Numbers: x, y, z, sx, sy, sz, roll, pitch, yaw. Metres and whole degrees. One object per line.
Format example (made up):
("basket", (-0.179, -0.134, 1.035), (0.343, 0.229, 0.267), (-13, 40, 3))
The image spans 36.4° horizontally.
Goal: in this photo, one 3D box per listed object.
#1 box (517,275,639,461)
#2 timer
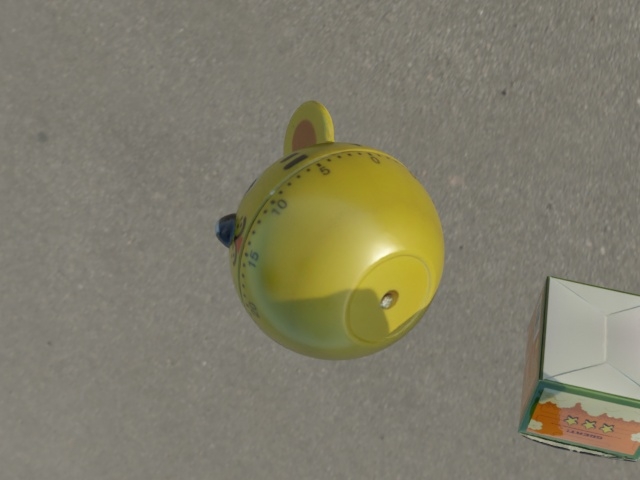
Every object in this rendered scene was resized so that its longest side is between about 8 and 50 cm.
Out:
("box", (0.386, 0.182, 1.385), (0.177, 0.195, 0.148), (12, 137, 4))
("timer", (0.000, 0.000, 1.540), (0.387, 0.376, 0.376), (42, 142, 48))
